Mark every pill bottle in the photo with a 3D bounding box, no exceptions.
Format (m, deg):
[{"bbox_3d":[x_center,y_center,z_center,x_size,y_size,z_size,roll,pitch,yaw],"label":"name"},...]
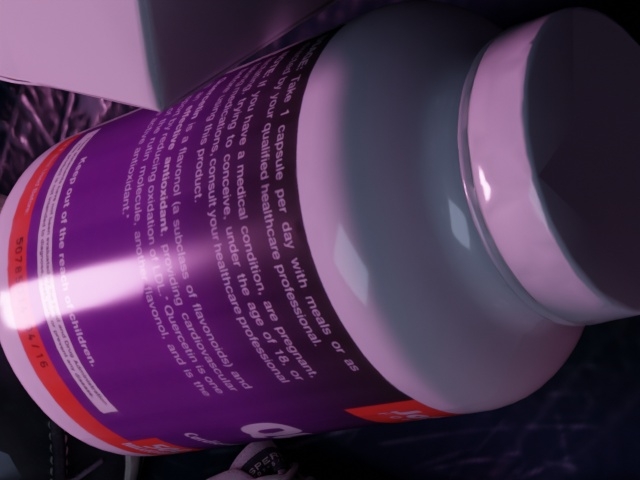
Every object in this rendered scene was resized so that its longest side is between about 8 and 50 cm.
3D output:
[{"bbox_3d":[0.000,0.000,0.613,0.322,0.181,0.182,-15,107,42],"label":"pill bottle"}]

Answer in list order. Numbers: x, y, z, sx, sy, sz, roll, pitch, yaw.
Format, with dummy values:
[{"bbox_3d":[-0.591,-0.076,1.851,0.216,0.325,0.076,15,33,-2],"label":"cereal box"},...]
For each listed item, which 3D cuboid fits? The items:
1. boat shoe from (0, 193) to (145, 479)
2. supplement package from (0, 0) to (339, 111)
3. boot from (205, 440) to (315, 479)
[{"bbox_3d":[-0.246,0.185,0.936,0.186,0.156,0.500,33,131,18],"label":"boat shoe"},{"bbox_3d":[-0.100,-0.231,0.547,0.177,0.175,0.293,15,125,28],"label":"supplement package"},{"bbox_3d":[-0.018,0.175,0.785,0.258,0.095,0.123,-38,64,40],"label":"boot"}]
